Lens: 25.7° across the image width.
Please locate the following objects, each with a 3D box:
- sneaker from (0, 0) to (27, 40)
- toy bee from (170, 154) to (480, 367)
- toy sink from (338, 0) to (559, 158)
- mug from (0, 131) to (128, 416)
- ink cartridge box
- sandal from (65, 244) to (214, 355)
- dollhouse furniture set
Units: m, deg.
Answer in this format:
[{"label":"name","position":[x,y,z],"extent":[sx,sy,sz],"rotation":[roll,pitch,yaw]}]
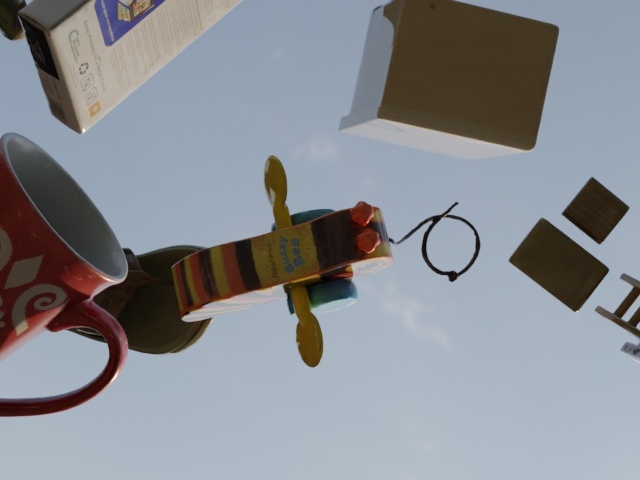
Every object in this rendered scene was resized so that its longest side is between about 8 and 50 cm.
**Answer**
[{"label":"sneaker","position":[-0.456,-0.330,1.829],"extent":[0.192,0.086,0.064],"rotation":[57,-43,23]},{"label":"toy bee","position":[0.000,0.000,1.335],"extent":[0.195,0.298,0.162],"rotation":[55,-9,10]},{"label":"toy sink","position":[0.119,-0.161,1.385],"extent":[0.152,0.131,0.234],"rotation":[12,-1,-8]},{"label":"mug","position":[-0.209,0.043,0.845],"extent":[0.150,0.169,0.113],"rotation":[57,9,27]},{"label":"ink cartridge box","position":[-0.197,-0.306,1.711],"extent":[0.069,0.371,0.176],"rotation":[34,-28,27]},{"label":"sandal","position":[-0.231,0.057,1.516],"extent":[0.302,0.120,0.086],"rotation":[0,-13,33]},{"label":"dollhouse furniture set","position":[0.240,-0.010,0.899],"extent":[0.161,0.182,0.101],"rotation":[37,0,-1]}]
